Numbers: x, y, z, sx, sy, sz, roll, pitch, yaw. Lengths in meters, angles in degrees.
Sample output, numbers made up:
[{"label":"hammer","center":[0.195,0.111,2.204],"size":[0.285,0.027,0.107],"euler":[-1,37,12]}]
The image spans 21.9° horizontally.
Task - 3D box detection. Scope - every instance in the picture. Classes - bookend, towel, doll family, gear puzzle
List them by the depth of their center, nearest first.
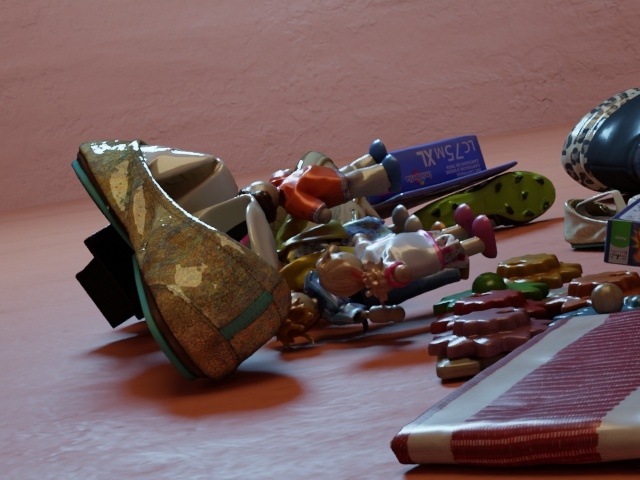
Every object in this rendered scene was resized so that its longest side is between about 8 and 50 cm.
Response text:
[{"label":"towel","center":[0.231,0.070,0.847],"size":[0.329,0.037,0.237],"euler":[-7,8,33]},{"label":"gear puzzle","center":[0.166,0.036,1.196],"size":[0.175,0.044,0.339],"euler":[-9,6,6]},{"label":"doll family","center":[0.022,0.023,1.310],"size":[0.163,0.118,0.263],"euler":[-18,25,-17]},{"label":"bookend","center":[-0.163,0.023,1.510],"size":[0.156,0.072,0.157],"euler":[-34,-4,-36]}]

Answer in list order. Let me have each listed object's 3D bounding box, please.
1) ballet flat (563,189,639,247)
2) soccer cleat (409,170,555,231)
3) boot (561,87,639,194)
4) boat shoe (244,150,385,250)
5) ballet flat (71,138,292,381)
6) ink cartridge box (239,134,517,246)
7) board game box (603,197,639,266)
[{"label":"ballet flat","center":[0.279,-0.019,1.501],"size":[0.057,0.052,0.168],"euler":[-13,8,-35]},{"label":"soccer cleat","center":[0.174,-0.038,1.815],"size":[0.179,0.060,0.072],"euler":[-15,6,-23]},{"label":"boot","center":[0.476,-0.134,1.851],"size":[0.377,0.138,0.284],"euler":[-23,10,-17]},{"label":"boat shoe","center":[0.000,0.000,1.573],"size":[0.110,0.122,0.341],"euler":[29,13,0]},{"label":"ballet flat","center":[-0.104,-0.009,1.289],"size":[0.123,0.123,0.348],"euler":[-11,27,-14]},{"label":"ink cartridge box","center":[0.053,-0.053,1.867],"size":[0.185,0.065,0.311],"euler":[-15,-2,-38]},{"label":"board game box","center":[0.308,-0.007,1.291],"size":[0.136,0.035,0.201],"euler":[8,12,21]}]
